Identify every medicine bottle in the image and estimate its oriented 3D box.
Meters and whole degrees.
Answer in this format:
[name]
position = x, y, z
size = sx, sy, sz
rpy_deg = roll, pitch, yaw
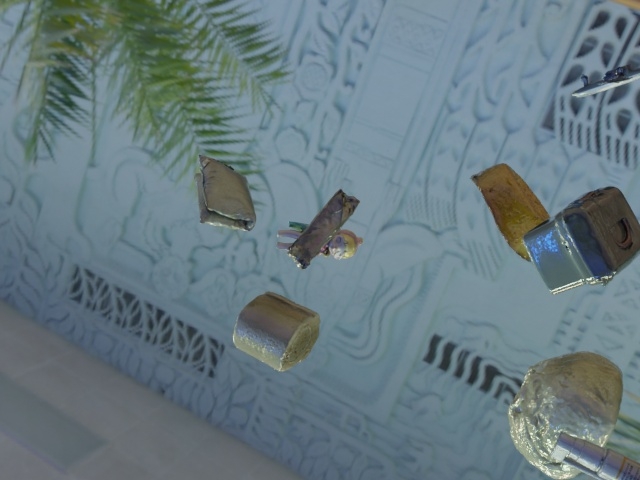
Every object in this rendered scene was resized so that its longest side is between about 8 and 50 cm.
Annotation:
[medicine bottle]
position = 0.580, 0.461, 1.487
size = 0.221, 0.092, 0.061
rpy_deg = 25, -135, 17

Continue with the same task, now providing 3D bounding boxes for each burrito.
[burrito]
position = 0.006, -0.023, 1.316
size = 0.051, 0.171, 0.042
rpy_deg = 42, 166, -6

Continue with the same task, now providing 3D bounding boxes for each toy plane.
[toy plane]
position = 0.688, -0.370, 1.684
size = 0.226, 0.058, 0.226
rpy_deg = -3, -165, 33

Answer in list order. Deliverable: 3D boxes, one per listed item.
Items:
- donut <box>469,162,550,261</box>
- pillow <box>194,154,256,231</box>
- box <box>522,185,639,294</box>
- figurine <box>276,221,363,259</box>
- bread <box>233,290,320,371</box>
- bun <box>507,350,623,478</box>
[donut]
position = 0.510, -0.087, 1.940
size = 0.277, 0.108, 0.277
rpy_deg = 43, -157, -24
[pillow]
position = -0.212, -0.099, 1.638
size = 0.134, 0.078, 0.181
rpy_deg = 18, -143, -29
[box]
position = 0.457, 0.001, 1.271
size = 0.210, 0.129, 0.148
rpy_deg = -22, -96, -49
[figurine]
position = 0.000, 0.000, 1.580
size = 0.188, 0.083, 0.083
rpy_deg = 2, -164, -2
[bread]
position = -0.092, 0.197, 1.583
size = 0.141, 0.134, 0.148
rpy_deg = 22, -140, 27
[bun]
position = 0.637, 0.442, 1.965
size = 0.227, 0.349, 0.352
rpy_deg = 29, 178, 7
